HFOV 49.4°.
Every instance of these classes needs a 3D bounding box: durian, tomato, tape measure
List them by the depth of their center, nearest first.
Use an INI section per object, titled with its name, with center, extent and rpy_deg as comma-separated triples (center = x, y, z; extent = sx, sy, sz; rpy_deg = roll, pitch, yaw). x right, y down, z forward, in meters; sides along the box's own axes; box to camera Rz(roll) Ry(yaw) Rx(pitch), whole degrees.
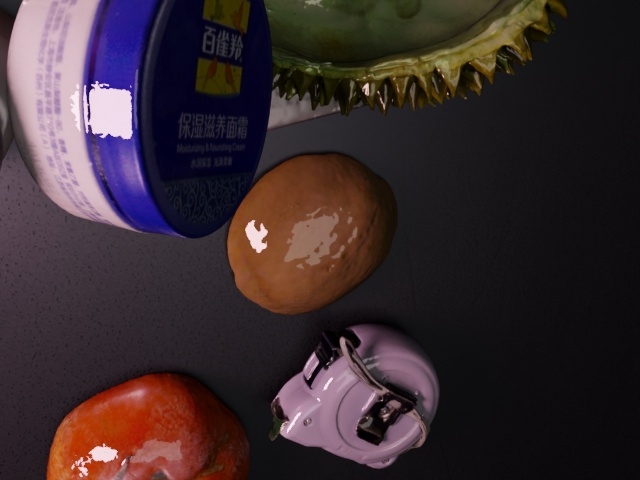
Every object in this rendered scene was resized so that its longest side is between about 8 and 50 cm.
[durian]
center = 0.059, -0.213, 0.622
extent = 0.395, 0.163, 0.197
rpy_deg = -7, 105, -4
[tomato]
center = -0.194, 0.275, 0.814
extent = 0.237, 0.095, 0.236
rpy_deg = -7, 112, -16
[tape measure]
center = 0.057, 0.192, 0.860
extent = 0.196, 0.105, 0.178
rpy_deg = 22, 101, -23

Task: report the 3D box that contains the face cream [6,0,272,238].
[face cream]
center = -0.121, -0.109, 0.502
extent = 0.111, 0.206, 0.205
rpy_deg = 11, 110, 15

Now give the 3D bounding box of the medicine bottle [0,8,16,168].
[medicine bottle]
center = -0.287, -0.099, 0.529
extent = 0.111, 0.296, 0.161
rpy_deg = 34, 96, -25

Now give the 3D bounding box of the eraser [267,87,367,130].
[eraser]
center = -0.035, -0.165, 0.719
extent = 0.352, 0.061, 0.089
rpy_deg = -18, 111, -12

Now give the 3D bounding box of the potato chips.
[potato chips]
center = -0.001, 0.000, 0.794
extent = 0.208, 0.062, 0.195
rpy_deg = -13, 111, -11
